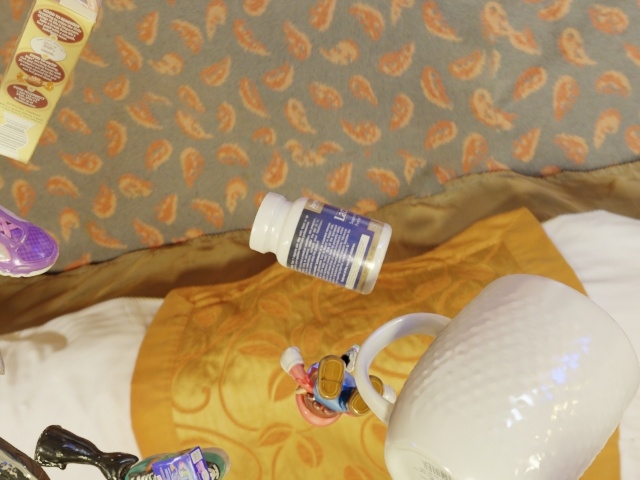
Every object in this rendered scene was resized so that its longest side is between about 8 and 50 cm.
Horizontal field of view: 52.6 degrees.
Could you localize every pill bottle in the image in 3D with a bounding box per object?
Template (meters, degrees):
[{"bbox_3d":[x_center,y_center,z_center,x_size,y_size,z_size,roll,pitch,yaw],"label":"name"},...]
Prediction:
[{"bbox_3d":[0.000,0.000,1.325,0.265,0.153,0.153,18,114,3],"label":"pill bottle"}]

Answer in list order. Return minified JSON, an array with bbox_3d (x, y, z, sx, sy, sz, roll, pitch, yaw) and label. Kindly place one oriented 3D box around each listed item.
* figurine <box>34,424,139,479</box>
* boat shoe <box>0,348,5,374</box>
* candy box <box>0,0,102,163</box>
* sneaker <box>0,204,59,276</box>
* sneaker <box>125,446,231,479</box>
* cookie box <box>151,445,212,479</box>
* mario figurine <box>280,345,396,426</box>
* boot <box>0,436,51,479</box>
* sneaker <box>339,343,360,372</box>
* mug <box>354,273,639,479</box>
[{"bbox_3d":[-0.510,0.522,1.358,0.209,0.092,0.215,16,77,8],"label":"figurine"},{"bbox_3d":[-0.789,0.211,1.474,0.079,0.084,0.233,-27,100,-21],"label":"boat shoe"},{"bbox_3d":[-0.450,-0.299,1.052,0.087,0.183,0.316,22,131,-30],"label":"candy box"},{"bbox_3d":[-0.512,-0.028,0.984,0.236,0.095,0.104,30,145,-16],"label":"sneaker"},{"bbox_3d":[-0.371,0.569,1.546,0.302,0.121,0.108,-20,84,14],"label":"sneaker"},{"bbox_3d":[-0.277,0.472,1.302,0.107,0.040,0.092,-23,87,27],"label":"cookie box"},{"bbox_3d":[0.032,0.282,1.340,0.170,0.320,0.198,-25,82,-18],"label":"mario figurine"},{"bbox_3d":[-0.777,0.583,1.539,0.178,0.085,0.236,-47,108,-12],"label":"boot"},{"bbox_3d":[0.059,0.301,1.591,0.038,0.069,0.098,37,133,24],"label":"sneaker"},{"bbox_3d":[0.223,0.232,0.970,0.374,0.328,0.276,28,141,35],"label":"mug"}]
